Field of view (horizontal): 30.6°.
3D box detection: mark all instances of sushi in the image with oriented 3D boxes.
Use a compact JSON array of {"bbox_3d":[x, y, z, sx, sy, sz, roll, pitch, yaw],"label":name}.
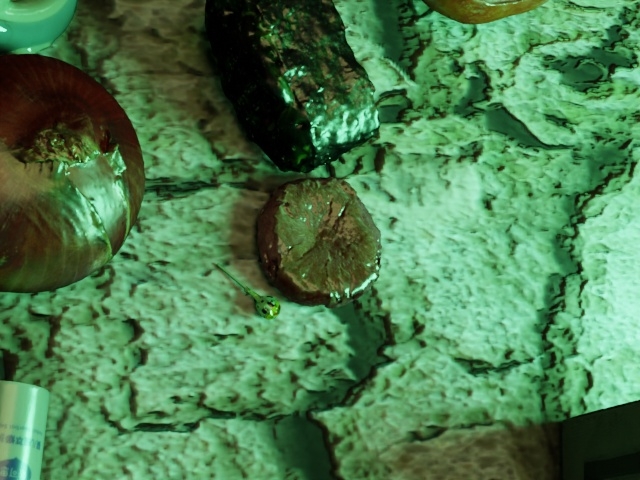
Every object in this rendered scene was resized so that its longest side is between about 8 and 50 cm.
[{"bbox_3d":[-0.038,-0.183,1.246,0.127,0.124,0.225,-25,90,-27],"label":"sushi"}]

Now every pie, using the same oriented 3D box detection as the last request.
[{"bbox_3d":[0.000,0.000,1.251,0.153,0.038,0.154,8,69,-20],"label":"pie"}]

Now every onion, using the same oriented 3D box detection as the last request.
[{"bbox_3d":[-0.279,-0.070,1.098,0.248,0.161,0.248,8,51,-10],"label":"onion"}]

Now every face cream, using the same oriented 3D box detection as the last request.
[{"bbox_3d":[-0.290,0.252,1.025,0.077,0.077,0.250,10,70,-20],"label":"face cream"}]

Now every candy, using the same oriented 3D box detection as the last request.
[{"bbox_3d":[-0.076,0.052,1.214,0.083,0.023,0.025,39,78,0],"label":"candy"}]

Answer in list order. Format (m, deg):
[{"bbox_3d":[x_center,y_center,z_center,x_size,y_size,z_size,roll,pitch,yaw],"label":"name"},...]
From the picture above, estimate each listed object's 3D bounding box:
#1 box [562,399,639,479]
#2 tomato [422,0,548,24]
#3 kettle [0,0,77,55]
[{"bbox_3d":[0.391,0.246,1.219,0.188,0.252,0.153,11,69,-19],"label":"box"},{"bbox_3d":[0.178,-0.356,1.410,0.236,0.095,0.237,8,67,-19],"label":"tomato"},{"bbox_3d":[-0.353,-0.335,1.118,0.319,0.247,0.342,6,78,-49],"label":"kettle"}]
